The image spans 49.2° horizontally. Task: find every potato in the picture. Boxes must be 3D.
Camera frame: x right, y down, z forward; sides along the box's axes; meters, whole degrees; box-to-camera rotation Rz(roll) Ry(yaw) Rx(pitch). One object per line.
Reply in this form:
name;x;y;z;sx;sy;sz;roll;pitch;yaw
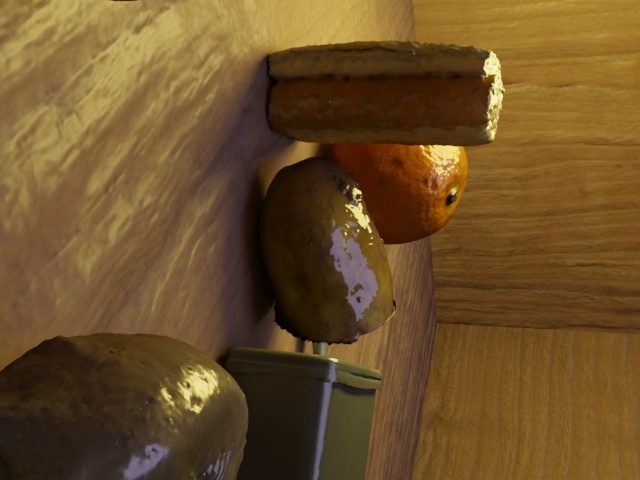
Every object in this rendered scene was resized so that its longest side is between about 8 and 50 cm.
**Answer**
potato;0.000;0.000;1.130;0.229;0.229;0.266;-55;139;-62

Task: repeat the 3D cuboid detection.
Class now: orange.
orange;0.159;-0.142;1.479;0.312;0.312;0.312;1;90;-74

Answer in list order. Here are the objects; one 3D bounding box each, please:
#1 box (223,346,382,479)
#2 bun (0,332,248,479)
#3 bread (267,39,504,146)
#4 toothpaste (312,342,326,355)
box;-0.035;0.355;1.083;0.352;0.177;0.344;42;55;-70
bun;-0.186;0.186;0.501;0.281;0.204;0.282;14;90;-82
bread;0.118;-0.247;1.189;0.236;0.375;0.165;-5;98;-70
toothpaste;0.000;0.039;1.361;0.099;0.061;0.392;14;76;-71
